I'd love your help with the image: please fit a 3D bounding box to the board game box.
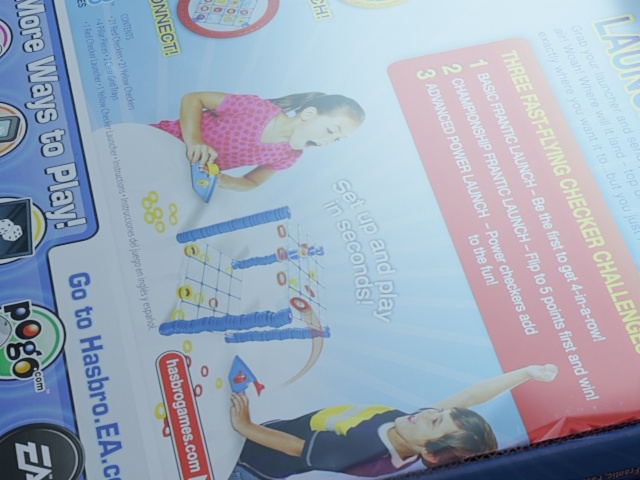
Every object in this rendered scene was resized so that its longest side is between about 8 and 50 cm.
[{"bbox_3d":[0.000,0.000,0.732,0.301,0.086,0.308,-11,46,-6],"label":"board game box"}]
